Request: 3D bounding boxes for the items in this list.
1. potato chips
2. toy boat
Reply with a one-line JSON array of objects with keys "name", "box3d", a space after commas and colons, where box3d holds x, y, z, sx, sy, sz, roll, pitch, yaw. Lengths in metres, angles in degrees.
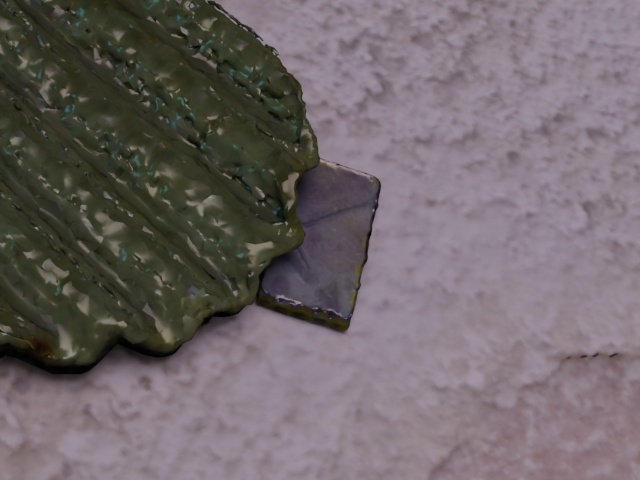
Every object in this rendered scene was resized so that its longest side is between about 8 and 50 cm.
[{"name": "potato chips", "box3d": [-0.217, -0.088, 1.163, 0.429, 0.070, 0.358, 43, 56, 11]}, {"name": "toy boat", "box3d": [0.000, 0.000, 1.207, 0.063, 0.016, 0.115, 18, 56, -5]}]
